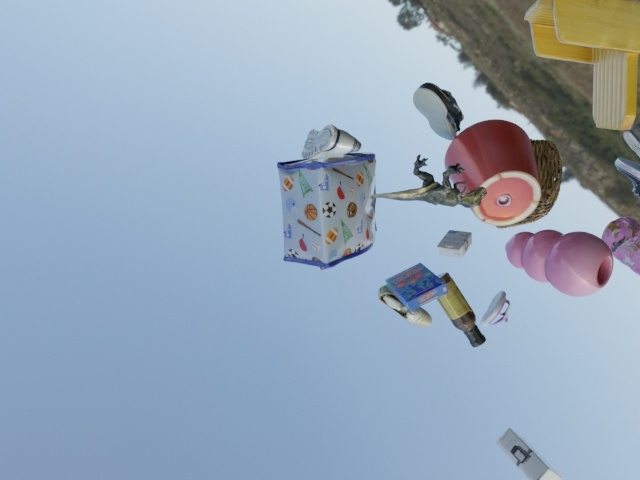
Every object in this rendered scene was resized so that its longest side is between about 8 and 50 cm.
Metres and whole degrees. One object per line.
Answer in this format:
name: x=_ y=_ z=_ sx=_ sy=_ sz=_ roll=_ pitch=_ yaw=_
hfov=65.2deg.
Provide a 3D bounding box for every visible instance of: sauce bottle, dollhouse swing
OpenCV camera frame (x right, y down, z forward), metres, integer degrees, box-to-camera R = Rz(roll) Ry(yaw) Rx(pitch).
sauce bottle: x=0.600 y=0.305 z=2.187 sx=0.345 sy=0.111 sz=0.111 roll=58 pitch=-145 yaw=-1
dollhouse swing: x=0.730 y=-0.495 z=1.434 sx=0.314 sy=0.305 sz=0.347 roll=12 pitch=-163 yaw=9

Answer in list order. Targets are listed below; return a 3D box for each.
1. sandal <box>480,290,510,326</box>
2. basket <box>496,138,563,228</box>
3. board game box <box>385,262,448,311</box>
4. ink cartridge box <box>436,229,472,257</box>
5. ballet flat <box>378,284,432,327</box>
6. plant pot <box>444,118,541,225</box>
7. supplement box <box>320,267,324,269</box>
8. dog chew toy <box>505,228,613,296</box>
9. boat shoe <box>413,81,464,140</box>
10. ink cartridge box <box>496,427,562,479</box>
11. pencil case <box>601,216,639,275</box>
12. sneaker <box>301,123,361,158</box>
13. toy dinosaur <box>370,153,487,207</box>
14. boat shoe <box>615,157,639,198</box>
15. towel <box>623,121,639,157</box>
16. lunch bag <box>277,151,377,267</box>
sandal: x=0.831 y=0.333 z=2.329 sx=0.102 sy=0.170 sz=0.416 roll=29 pitch=176 yaw=18
basket: x=0.794 y=-0.208 z=1.904 sx=0.213 sy=0.223 sz=0.299 roll=7 pitch=-121 yaw=20
board game box: x=0.352 y=0.168 z=1.856 sx=0.047 sy=0.160 sz=0.210 roll=67 pitch=173 yaw=-22
ink cartridge box: x=0.578 y=0.021 z=2.164 sx=0.104 sy=0.060 sz=0.180 roll=8 pitch=-151 yaw=31
ballet flat: x=0.329 y=0.270 z=1.969 sx=0.248 sy=0.086 sz=0.086 roll=35 pitch=-146 yaw=4
plant pot: x=0.532 y=-0.191 z=1.519 sx=0.274 sy=0.275 sz=0.243 roll=28 pitch=-144 yaw=-20
supplement box: x=0.000 y=0.000 z=2.120 sx=0.240 sy=0.073 sz=0.130 roll=72 pitch=-175 yaw=-48
dog chew toy: x=0.759 y=0.057 z=1.635 sx=0.206 sy=0.207 sz=0.331 roll=11 pitch=-175 yaw=-38
boat shoe: x=0.374 y=-0.420 z=1.566 sx=0.114 sy=0.091 sz=0.302 roll=26 pitch=177 yaw=28
ink cartridge box: x=0.579 y=0.610 z=1.390 sx=0.109 sy=0.063 sz=0.150 roll=39 pitch=-176 yaw=-35
pencil case: x=1.177 y=0.046 z=1.791 sx=0.160 sy=0.167 sz=0.386 roll=33 pitch=-165 yaw=-17
sneaker: x=0.021 y=-0.258 z=1.381 sx=0.094 sy=0.090 sz=0.235 roll=12 pitch=-177 yaw=-24
toy dinosaur: x=0.251 y=-0.124 z=1.115 sx=0.267 sy=0.118 sz=0.064 roll=3 pitch=-137 yaw=0
boat shoe: x=1.265 y=-0.206 z=1.940 sx=0.301 sy=0.102 sz=0.108 roll=37 pitch=-143 yaw=13
towel: x=1.143 y=-0.319 z=1.692 sx=0.284 sy=0.034 sz=0.209 roll=-27 pitch=-102 yaw=-35
lunch bag: x=0.052 y=-0.116 z=1.638 sx=0.238 sy=0.328 sz=0.385 roll=10 pitch=-160 yaw=39
